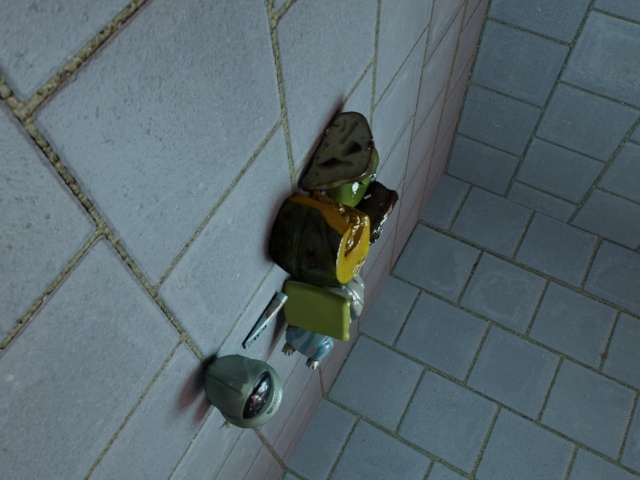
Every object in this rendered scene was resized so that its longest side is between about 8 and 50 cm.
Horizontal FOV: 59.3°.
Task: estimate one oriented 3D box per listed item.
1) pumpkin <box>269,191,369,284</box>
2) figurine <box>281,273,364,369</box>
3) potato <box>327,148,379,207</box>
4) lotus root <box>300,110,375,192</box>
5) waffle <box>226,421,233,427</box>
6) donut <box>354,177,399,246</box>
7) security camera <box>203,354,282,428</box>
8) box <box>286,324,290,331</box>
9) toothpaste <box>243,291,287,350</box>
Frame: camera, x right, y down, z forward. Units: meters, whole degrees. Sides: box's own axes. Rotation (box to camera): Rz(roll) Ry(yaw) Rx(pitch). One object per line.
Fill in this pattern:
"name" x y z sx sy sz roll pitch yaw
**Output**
"pumpkin" 0.000 0.000 1.614 0.303 0.225 0.256 -26 134 -58
"figurine" 0.044 0.200 1.986 0.378 0.266 0.361 -46 161 -50
"potato" 0.097 -0.210 1.719 0.169 0.143 0.248 -48 159 -56
"lotus root" 0.068 -0.236 1.572 0.074 0.170 0.261 75 35 -73
"waffle" -0.266 0.576 1.941 0.125 0.032 0.191 -62 166 -5
"donut" 0.127 -0.075 1.925 0.259 0.136 0.345 -58 -171 -1
"security camera" -0.215 0.408 1.554 0.197 0.191 0.277 -59 163 -18
"box" -0.048 0.336 2.154 0.048 0.112 0.175 -67 164 11
"toothpaste" -0.173 0.250 1.750 0.205 0.036 0.056 -54 161 -24
